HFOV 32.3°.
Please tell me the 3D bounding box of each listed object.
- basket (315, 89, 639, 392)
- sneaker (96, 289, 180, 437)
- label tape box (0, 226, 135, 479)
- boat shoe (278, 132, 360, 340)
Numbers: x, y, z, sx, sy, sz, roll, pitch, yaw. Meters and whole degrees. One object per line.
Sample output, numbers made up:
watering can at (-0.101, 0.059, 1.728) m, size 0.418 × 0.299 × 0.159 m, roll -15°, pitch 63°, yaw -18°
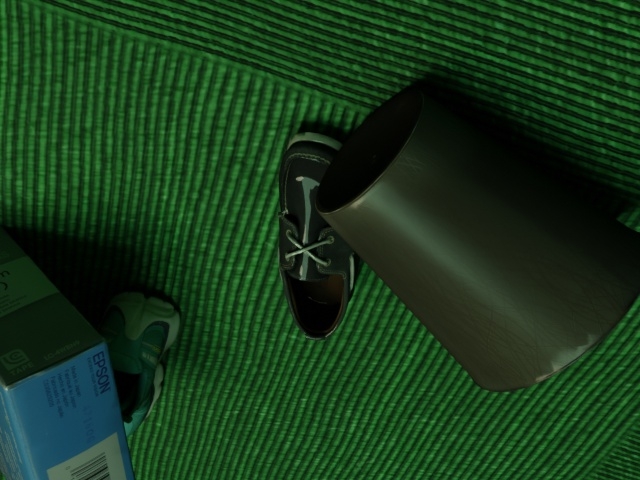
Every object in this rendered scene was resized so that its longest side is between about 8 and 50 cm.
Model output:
basket at (0.119, -0.005, 0.917) m, size 0.227 × 0.154 × 0.204 m, roll 38°, pitch 130°, yaw -19°
sneaker at (-0.238, 0.163, 1.264) m, size 0.107 × 0.110 × 0.275 m, roll 19°, pitch 141°, yaw -3°
label tape box at (-0.338, 0.126, 1.191) m, size 0.347 × 0.115 × 0.249 m, roll 40°, pitch 145°, yaw 41°
boat shoe at (0.000, 0.000, 1.017) m, size 0.084 × 0.079 × 0.233 m, roll 10°, pitch 139°, yaw 10°
